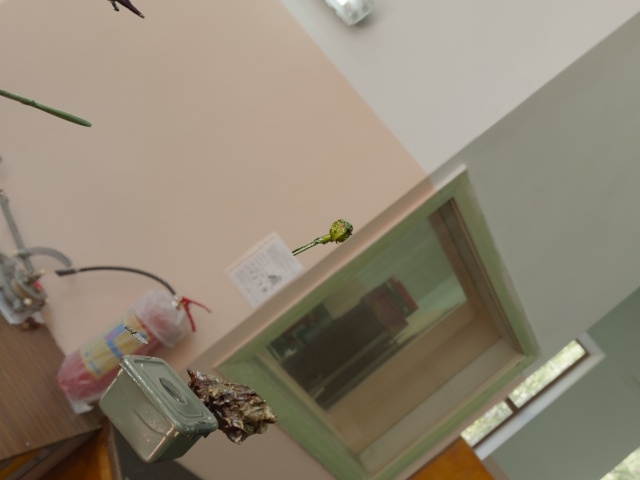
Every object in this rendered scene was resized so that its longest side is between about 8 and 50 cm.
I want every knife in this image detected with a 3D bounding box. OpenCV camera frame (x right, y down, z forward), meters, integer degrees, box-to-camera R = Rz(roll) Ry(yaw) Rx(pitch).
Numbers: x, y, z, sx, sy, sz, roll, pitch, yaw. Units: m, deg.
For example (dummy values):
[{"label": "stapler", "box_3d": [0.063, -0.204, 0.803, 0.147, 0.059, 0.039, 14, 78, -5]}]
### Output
[{"label": "knife", "box_3d": [-0.691, -0.329, 1.385, 0.293, 0.020, 0.043, 17, -5, -40]}, {"label": "knife", "box_3d": [-0.604, 0.310, 1.890, 0.170, 0.023, 0.010, 19, -64, 46]}]

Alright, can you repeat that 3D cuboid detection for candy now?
[{"label": "candy", "box_3d": [0.002, 0.002, 1.923, 0.077, 0.262, 0.073, -5, 73, -53]}]

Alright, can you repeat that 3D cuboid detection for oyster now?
[{"label": "oyster", "box_3d": [-0.269, 0.503, 1.645, 0.360, 0.096, 0.222, 9, -53, 31]}]

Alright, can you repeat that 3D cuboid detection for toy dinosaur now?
[{"label": "toy dinosaur", "box_3d": [-0.436, -0.524, 1.215, 0.197, 0.045, 0.080, 44, -5, 7]}]

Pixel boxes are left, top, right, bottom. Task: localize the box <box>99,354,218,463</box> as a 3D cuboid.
[{"label": "box", "box_3d": [-0.261, 0.271, 0.912, 0.172, 0.093, 0.124, 40, 0, 24]}]
